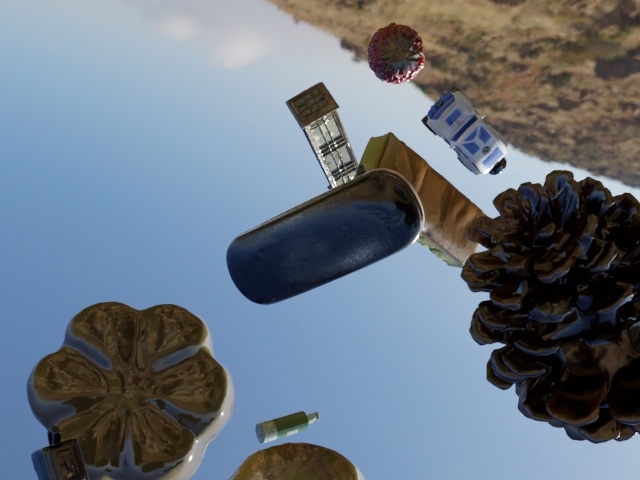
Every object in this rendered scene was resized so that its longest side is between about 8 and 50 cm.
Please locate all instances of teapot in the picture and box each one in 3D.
[{"bbox_3d":[-0.494,0.440,1.376,0.087,0.096,0.177,-10,-116,-34],"label":"teapot"}]

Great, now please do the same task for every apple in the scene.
[{"bbox_3d":[-0.018,0.381,0.968,0.265,0.193,0.120,40,173,-27],"label":"apple"}]

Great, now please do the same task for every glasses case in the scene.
[{"bbox_3d":[0.000,0.000,1.038,0.314,0.122,0.075,-25,-169,24],"label":"glasses case"}]

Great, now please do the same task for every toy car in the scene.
[{"bbox_3d":[0.249,-0.172,1.188,0.170,0.080,0.070,40,-170,-27],"label":"toy car"}]

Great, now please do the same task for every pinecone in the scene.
[{"bbox_3d":[0.258,0.061,0.709,0.292,0.246,0.246,48,176,-33],"label":"pinecone"}]

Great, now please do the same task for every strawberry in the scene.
[{"bbox_3d":[0.178,-0.436,1.666,0.145,0.145,0.086,14,-171,-5],"label":"strawberry"}]

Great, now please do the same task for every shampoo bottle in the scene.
[{"bbox_3d":[-0.095,0.558,2.164,0.204,0.065,0.065,-9,-154,-31],"label":"shampoo bottle"}]

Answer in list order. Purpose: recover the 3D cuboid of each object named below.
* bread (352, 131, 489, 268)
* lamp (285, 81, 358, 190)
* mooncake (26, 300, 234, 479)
[{"bbox_3d":[0.213,-0.071,1.470,0.077,0.138,0.361,0,154,48],"label":"bread"},{"bbox_3d":[0.028,-0.189,1.529,0.090,0.089,0.325,60,-179,34],"label":"lamp"},{"bbox_3d":[-0.439,0.370,1.697,0.467,0.467,0.262,14,161,-3],"label":"mooncake"}]
